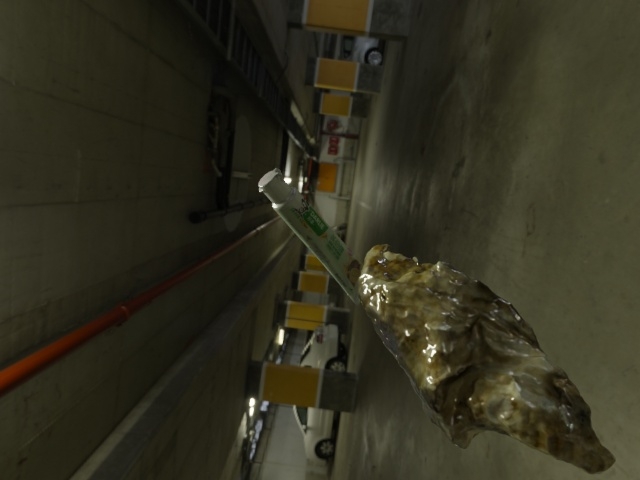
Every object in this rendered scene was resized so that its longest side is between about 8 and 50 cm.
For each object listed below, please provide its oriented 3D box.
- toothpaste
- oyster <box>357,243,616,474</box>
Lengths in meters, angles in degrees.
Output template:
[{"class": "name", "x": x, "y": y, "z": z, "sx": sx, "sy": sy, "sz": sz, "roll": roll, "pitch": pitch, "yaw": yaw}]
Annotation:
[{"class": "toothpaste", "x": 0.000, "y": 0.000, "z": 0.782, "sx": 0.314, "sy": 0.058, "sz": 0.056, "roll": 48, "pitch": -172, "yaw": -32}, {"class": "oyster", "x": 0.129, "y": 0.111, "z": 0.472, "sx": 0.341, "sy": 0.110, "sz": 0.166, "roll": 54, "pitch": 163, "yaw": 39}]
